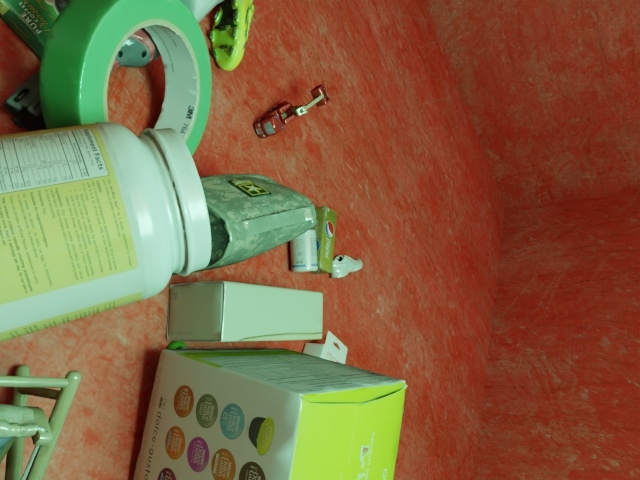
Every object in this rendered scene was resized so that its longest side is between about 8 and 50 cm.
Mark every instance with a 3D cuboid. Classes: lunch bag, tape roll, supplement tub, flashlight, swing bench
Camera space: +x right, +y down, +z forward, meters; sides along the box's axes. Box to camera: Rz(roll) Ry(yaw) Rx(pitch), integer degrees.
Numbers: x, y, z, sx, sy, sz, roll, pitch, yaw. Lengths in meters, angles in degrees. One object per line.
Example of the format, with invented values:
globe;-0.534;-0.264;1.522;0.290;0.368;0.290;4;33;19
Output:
lunch bag;-0.179;-0.034;0.860;0.235;0.287;0.169;-16;98;-54
tape roll;-0.301;-0.245;0.781;0.321;0.077;0.321;18;90;-74
supplement tub;-0.044;0.028;1.231;0.071;0.071;0.107;6;80;-55
flashlight;-0.375;-0.282;0.793;0.103;0.103;0.304;102;8;-58
supplement tub;-0.331;-0.017;0.586;0.331;0.241;0.241;-16;98;-29
swing bench;-0.451;0.265;0.521;0.253;0.165;0.254;25;65;-51

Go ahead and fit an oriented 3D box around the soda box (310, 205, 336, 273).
soda box;0.000;0.000;1.310;0.061;0.058;0.181;28;62;-50

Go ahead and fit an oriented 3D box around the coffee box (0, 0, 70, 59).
coffee box;-0.433;-0.391;0.773;0.113;0.040;0.184;52;45;-36

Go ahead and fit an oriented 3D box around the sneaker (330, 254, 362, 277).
sneaker;0.080;0.069;1.417;0.152;0.054;0.061;-17;96;-54

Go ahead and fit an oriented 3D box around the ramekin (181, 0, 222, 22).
ramekin;-0.287;-0.505;0.811;0.277;0.277;0.135;49;55;-39

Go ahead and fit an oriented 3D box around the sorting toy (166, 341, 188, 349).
sorting toy;-0.267;0.244;0.896;0.061;0.042;0.102;35;56;-47

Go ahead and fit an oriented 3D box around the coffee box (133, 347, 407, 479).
coffee box;-0.083;0.390;0.839;0.338;0.334;0.337;18;79;-53

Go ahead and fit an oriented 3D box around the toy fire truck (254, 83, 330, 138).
toy fire truck;-0.070;-0.330;1.201;0.192;0.135;0.047;-55;128;-44

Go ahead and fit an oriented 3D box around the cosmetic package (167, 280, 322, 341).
cosmetic package;-0.145;0.154;0.987;0.309;0.160;0.113;13;74;-53

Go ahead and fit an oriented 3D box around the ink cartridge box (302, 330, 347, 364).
ink cartridge box;-0.003;0.349;1.236;0.115;0.067;0.198;50;48;-38

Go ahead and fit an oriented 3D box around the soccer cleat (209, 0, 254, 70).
soccer cleat;-0.192;-0.529;1.103;0.121;0.093;0.289;16;72;-60
